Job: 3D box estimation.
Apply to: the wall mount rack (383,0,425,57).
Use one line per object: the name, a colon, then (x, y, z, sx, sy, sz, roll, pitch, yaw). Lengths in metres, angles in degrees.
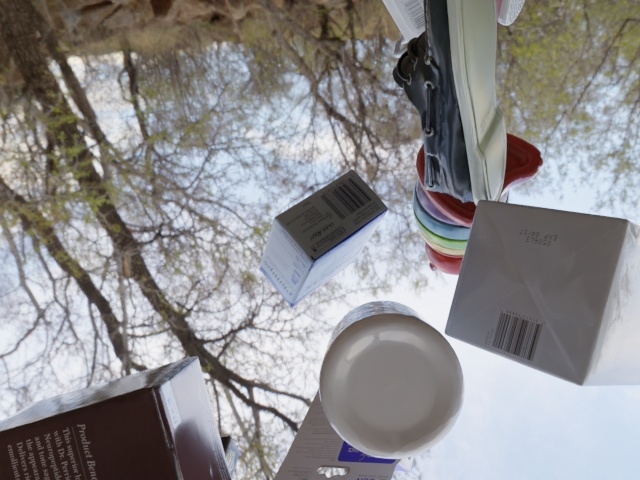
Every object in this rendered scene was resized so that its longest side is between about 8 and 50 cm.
wall mount rack: (0.220, -0.510, 0.992, 0.304, 0.350, 0.130, -21, -149, 31)

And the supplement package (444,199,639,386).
supplement package: (0.329, 0.071, 0.678, 0.293, 0.175, 0.178, 12, -178, -40)

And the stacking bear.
stacking bear: (0.237, -0.039, 0.914, 0.175, 0.289, 0.164, -42, -118, -17)

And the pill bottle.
pill bottle: (0.070, 0.132, 0.586, 0.131, 0.131, 0.229, -4, 178, 4)

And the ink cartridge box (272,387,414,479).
ink cartridge box: (0.053, 0.294, 0.821, 0.206, 0.045, 0.208, -14, -152, 36)

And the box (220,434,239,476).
box: (-0.349, 0.548, 1.115, 0.294, 0.073, 0.295, -8, -147, 18)

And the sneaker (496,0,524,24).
sneaker: (0.210, -0.327, 0.633, 0.070, 0.134, 0.051, 21, -151, 33)

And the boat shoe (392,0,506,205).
boat shoe: (0.141, -0.185, 0.625, 0.113, 0.340, 0.127, 9, -128, 33)

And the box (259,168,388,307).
box: (0.000, 0.000, 0.669, 0.126, 0.137, 0.072, -34, -105, -28)

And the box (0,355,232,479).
box: (-0.217, 0.237, 0.547, 0.203, 0.168, 0.167, -16, 178, -1)
